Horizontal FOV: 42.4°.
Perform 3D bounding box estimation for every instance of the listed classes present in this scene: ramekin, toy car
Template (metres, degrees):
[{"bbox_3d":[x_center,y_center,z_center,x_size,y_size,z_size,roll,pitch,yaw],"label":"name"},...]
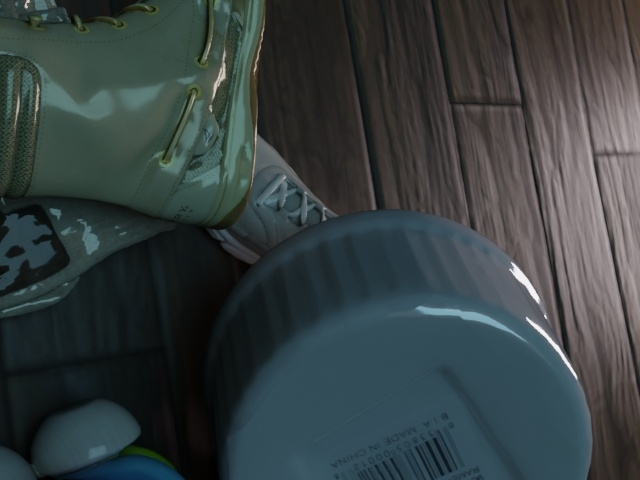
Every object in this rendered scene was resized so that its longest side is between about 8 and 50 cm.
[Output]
[{"bbox_3d":[0.053,0.128,0.590,0.277,0.135,0.277,-2,109,-5],"label":"ramekin"},{"bbox_3d":[-0.155,0.193,0.516,0.182,0.136,0.159,-19,93,-37],"label":"toy car"}]

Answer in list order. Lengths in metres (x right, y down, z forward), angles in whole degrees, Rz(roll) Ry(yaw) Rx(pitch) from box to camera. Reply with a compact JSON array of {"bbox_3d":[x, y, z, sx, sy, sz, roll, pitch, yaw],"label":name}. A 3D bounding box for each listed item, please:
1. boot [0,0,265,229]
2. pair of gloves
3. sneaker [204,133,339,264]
[{"bbox_3d":[-0.147,-0.144,0.561,0.204,0.095,0.261,5,83,-33],"label":"boot"},{"bbox_3d":[-0.229,-0.068,0.571,0.204,0.042,0.240,-35,102,-34],"label":"pair of gloves"},{"bbox_3d":[0.000,0.000,0.675,0.262,0.121,0.099,52,56,-16],"label":"sneaker"}]
